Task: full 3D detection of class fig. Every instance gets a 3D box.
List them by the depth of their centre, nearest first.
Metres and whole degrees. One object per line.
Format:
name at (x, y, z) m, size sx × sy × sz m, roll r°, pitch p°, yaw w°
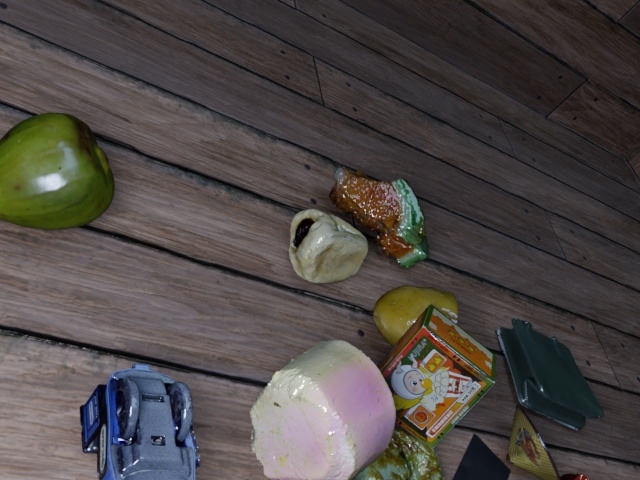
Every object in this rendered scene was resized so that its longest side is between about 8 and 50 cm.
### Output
fig at (-0.472, -0.106, 1.232) m, size 0.225 × 0.203 × 0.203 m, roll -24°, pitch 66°, yaw -11°

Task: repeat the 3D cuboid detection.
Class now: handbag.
handbag at (0.592, 0.342, 1.884) m, size 0.247 × 0.079 × 0.260 m, roll 25°, pitch 36°, yaw -27°

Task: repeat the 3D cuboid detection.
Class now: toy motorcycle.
toy motorcycle at (-0.242, 0.336, 0.968) m, size 0.125 × 0.212 × 0.358 m, roll 14°, pitch 41°, yaw -33°

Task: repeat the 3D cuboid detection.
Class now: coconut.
coconut at (0.008, 0.295, 1.241) m, size 0.233 × 0.233 × 0.245 m, roll 53°, pitch 30°, yaw 13°

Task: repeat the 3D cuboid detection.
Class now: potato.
potato at (0.195, 0.171, 1.603) m, size 0.158 × 0.178 × 0.203 m, roll 21°, pitch 31°, yaw -11°

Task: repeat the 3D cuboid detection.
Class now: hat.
hat at (0.451, 0.473, 1.615) m, size 0.193 × 0.082 × 0.193 m, roll 154°, pitch -90°, yaw -90°

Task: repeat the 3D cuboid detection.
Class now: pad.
pad at (0.340, 0.502, 1.532) m, size 0.116 × 0.004 × 0.193 m, roll 46°, pitch 35°, yaw 3°

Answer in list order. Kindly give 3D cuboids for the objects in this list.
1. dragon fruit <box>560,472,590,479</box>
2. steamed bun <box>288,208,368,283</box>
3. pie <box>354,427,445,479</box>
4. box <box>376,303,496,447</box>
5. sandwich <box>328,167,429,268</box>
dragon fruit at (0.604, 0.619, 1.638) m, size 0.192 × 0.122 × 0.092 m, roll 45°, pitch 74°, yaw -4°
steamed bun at (0.000, 0.000, 1.622) m, size 0.172 × 0.141 × 0.155 m, roll 9°, pitch 34°, yaw -43°
pie at (0.162, 0.461, 1.357) m, size 0.240 × 0.054 × 0.240 m, roll 26°, pitch 36°, yaw -21°
box at (0.222, 0.270, 1.455) m, size 0.177 × 0.195 × 0.148 m, roll 39°, pitch 19°, yaw 4°
sandwich at (0.161, -0.097, 1.843) m, size 0.301 × 0.162 × 0.250 m, roll 29°, pitch 33°, yaw -24°
